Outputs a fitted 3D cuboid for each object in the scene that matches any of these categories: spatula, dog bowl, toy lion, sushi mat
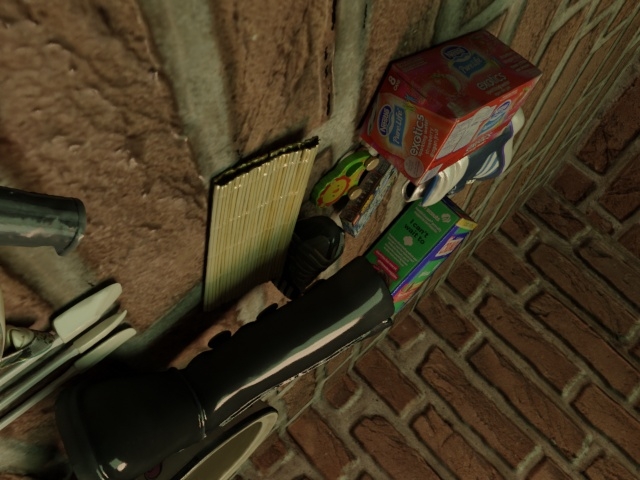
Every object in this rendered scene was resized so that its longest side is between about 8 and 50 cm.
[{"bbox_3d":[-0.316,0.148,0.719,0.242,0.019,0.168,-37,167,-24],"label":"spatula"},{"bbox_3d":[-0.276,0.407,1.193,0.408,0.150,0.408,-41,164,-15],"label":"dog bowl"},{"bbox_3d":[0.031,-0.091,0.974,0.096,0.034,0.100,-18,149,-43],"label":"toy lion"},{"bbox_3d":[-0.087,-0.010,0.865,0.151,0.019,0.317,-27,156,-27],"label":"sushi mat"}]

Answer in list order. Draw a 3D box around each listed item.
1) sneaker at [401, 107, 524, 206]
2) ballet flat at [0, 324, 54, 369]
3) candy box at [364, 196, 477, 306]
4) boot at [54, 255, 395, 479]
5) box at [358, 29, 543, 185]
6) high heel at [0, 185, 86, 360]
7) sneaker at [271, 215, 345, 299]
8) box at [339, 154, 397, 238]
[{"bbox_3d":[0.240,-0.147,1.211,0.236,0.130,0.323,-35,167,-3],"label":"sneaker"},{"bbox_3d":[-0.302,0.102,0.606,0.114,0.041,0.041,-27,155,-51],"label":"ballet flat"},{"bbox_3d":[0.219,0.033,1.555,0.317,0.122,0.268,-51,162,13],"label":"candy box"},{"bbox_3d":[-0.095,0.168,0.892,0.445,0.146,0.367,-25,173,-7],"label":"boot"},{"bbox_3d":[0.192,-0.200,0.935,0.257,0.122,0.128,-31,159,-40],"label":"box"},{"bbox_3d":[-0.302,0.041,0.429,0.261,0.093,0.186,-44,148,26],"label":"high heel"},{"bbox_3d":[0.000,0.000,1.041,0.132,0.086,0.229,-41,174,-33],"label":"sneaker"},{"bbox_3d":[0.082,-0.077,1.085,0.137,0.027,0.094,-56,166,-9],"label":"box"}]
